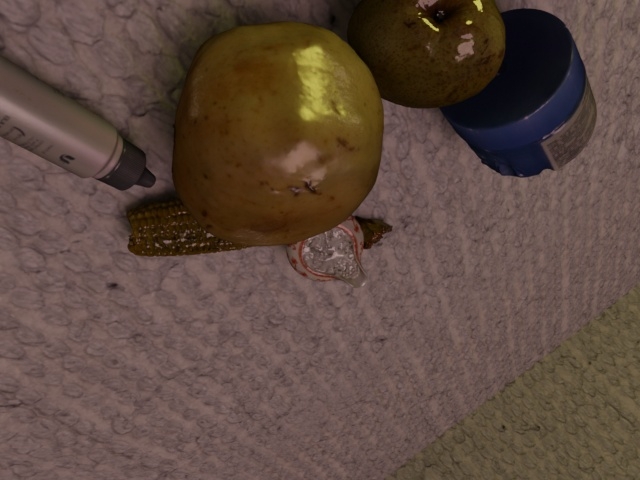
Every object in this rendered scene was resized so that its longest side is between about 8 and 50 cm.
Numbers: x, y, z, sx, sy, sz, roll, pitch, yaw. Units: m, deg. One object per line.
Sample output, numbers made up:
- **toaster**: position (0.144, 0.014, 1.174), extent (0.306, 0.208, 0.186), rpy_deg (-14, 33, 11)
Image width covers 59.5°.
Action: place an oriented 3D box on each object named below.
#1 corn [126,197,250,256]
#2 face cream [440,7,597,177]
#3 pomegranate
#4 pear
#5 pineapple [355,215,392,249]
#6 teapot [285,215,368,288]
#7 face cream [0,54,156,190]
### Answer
- **corn**: position (-0.170, -0.031, 0.967), extent (0.318, 0.115, 0.115), rpy_deg (-10, 133, -16)
- **face cream**: position (0.373, -0.265, 1.059), extent (0.249, 0.249, 0.225), rpy_deg (-47, 138, 10)
- **pomegranate**: position (-0.056, -0.144, 0.810), extent (0.333, 0.332, 0.332), rpy_deg (-20, 136, -21)
- **pear**: position (0.154, -0.297, 0.818), extent (0.229, 0.188, 0.211), rpy_deg (12, 168, -3)
- **pineapple**: position (0.111, -0.023, 1.241), extent (0.114, 0.077, 0.114), rpy_deg (-19, 171, -37)
- **teapot**: position (0.000, 0.000, 1.130), extent (0.246, 0.116, 0.159), rpy_deg (33, 115, -30)
- **face cream**: position (-0.348, -0.148, 0.758), extent (0.092, 0.092, 0.311), rpy_deg (-47, 139, 10)
